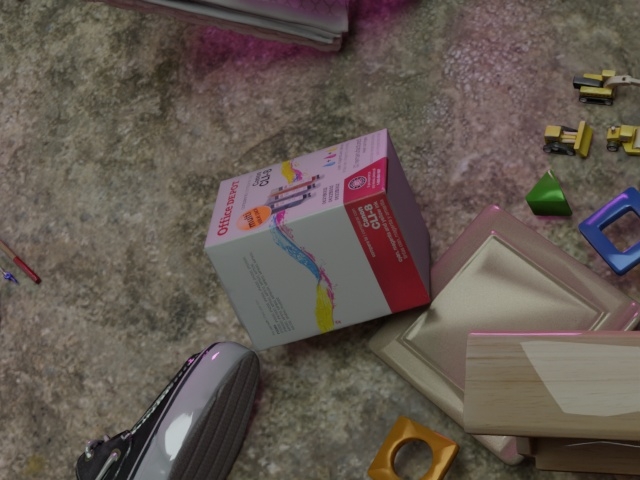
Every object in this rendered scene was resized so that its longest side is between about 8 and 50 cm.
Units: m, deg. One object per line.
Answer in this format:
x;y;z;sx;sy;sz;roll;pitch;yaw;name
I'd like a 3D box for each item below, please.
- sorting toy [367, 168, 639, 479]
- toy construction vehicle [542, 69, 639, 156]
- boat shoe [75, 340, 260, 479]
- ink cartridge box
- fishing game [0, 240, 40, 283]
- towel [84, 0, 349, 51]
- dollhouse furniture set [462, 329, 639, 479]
0.164;0.085;1.069;0.348;0.047;0.196;-48;54;-5;sorting toy
0.267;-0.121;1.133;0.098;0.035;0.086;11;70;26;toy construction vehicle
-0.179;0.229;1.090;0.119;0.121;0.335;26;79;26;boat shoe
0.000;0.000;1.104;0.176;0.127;0.128;-18;29;14;ink cartridge box
-0.443;0.093;1.314;0.264;0.041;0.189;-47;60;-5;fishing game
-0.114;-0.378;1.251;0.331;0.053;0.317;7;76;-23;towel
0.204;0.277;0.800;0.362;0.256;0.394;-1;74;22;dollhouse furniture set
